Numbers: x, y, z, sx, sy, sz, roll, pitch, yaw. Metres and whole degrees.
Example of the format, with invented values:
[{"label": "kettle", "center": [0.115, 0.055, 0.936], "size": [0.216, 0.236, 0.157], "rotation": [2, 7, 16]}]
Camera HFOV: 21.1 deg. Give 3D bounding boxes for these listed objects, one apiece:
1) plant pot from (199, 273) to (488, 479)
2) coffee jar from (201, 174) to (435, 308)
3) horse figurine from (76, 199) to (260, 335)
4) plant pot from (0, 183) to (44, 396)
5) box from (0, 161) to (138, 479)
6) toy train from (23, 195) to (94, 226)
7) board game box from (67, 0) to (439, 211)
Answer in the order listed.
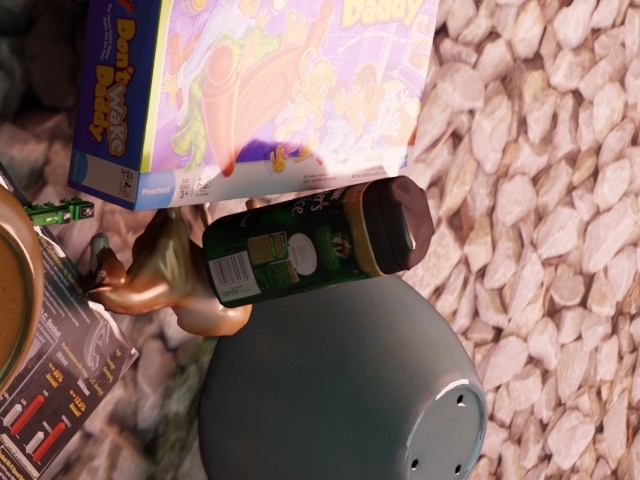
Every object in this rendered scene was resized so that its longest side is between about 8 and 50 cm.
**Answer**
[{"label": "plant pot", "center": [0.049, 0.171, 1.707], "size": [0.290, 0.195, 0.290], "rotation": [-25, 125, -42]}, {"label": "coffee jar", "center": [0.000, 0.000, 1.437], "size": [0.096, 0.184, 0.079], "rotation": [-35, 111, -70]}, {"label": "horse figurine", "center": [-0.112, 0.016, 1.493], "size": [0.263, 0.066, 0.174], "rotation": [46, 42, -56]}, {"label": "plant pot", "center": [-0.289, 0.060, 1.225], "size": [0.236, 0.032, 0.236], "rotation": [-24, 127, -36]}, {"label": "box", "center": [-0.298, 0.081, 1.332], "size": [0.242, 0.076, 0.307], "rotation": [-53, 140, -21]}, {"label": "toy train", "center": [-0.207, -0.020, 1.319], "size": [0.083, 0.024, 0.017], "rotation": [-15, 115, -51]}, {"label": "board game box", "center": [-0.041, -0.158, 1.397], "size": [0.347, 0.078, 0.233], "rotation": [-9, 113, -50]}]
